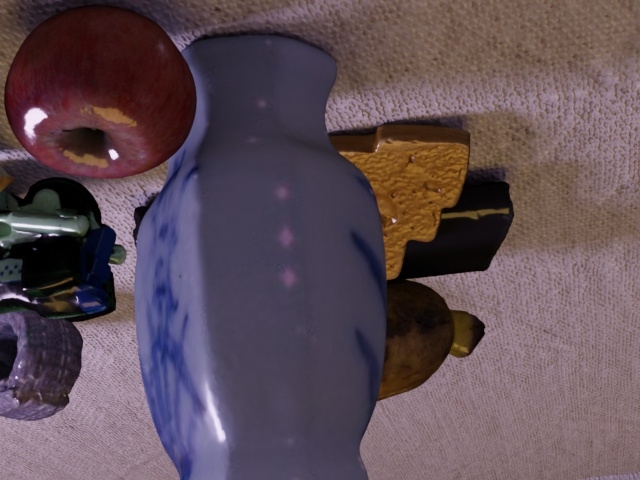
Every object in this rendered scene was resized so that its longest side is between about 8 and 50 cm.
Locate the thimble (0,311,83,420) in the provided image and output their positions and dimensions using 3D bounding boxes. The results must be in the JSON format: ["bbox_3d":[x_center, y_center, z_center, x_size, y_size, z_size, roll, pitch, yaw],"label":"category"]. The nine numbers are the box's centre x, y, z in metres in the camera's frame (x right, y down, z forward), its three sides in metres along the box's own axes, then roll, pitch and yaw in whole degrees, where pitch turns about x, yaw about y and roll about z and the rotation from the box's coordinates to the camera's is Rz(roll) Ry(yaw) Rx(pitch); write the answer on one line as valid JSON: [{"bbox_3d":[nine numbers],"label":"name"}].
[{"bbox_3d":[-0.371,0.147,2.081,0.150,0.150,0.097,-19,156,35],"label":"thimble"}]

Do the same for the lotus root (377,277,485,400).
[{"bbox_3d":[0.047,0.113,1.924,0.314,0.141,0.169,-8,167,-30],"label":"lotus root"}]

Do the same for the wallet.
[{"bbox_3d":[0.000,-0.001,1.884,0.405,0.062,0.228,-5,161,-4],"label":"wallet"}]

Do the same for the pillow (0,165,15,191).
[{"bbox_3d":[-0.437,-0.046,1.478,0.310,0.119,0.312,-7,-177,-4],"label":"pillow"}]

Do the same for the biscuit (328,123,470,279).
[{"bbox_3d":[0.054,-0.051,1.715,0.238,0.041,0.212,-32,128,26],"label":"biscuit"}]

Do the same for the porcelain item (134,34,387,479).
[{"bbox_3d":[-0.052,0.042,1.452,0.178,0.405,0.242,2,160,-22],"label":"porcelain item"}]

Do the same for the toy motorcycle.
[{"bbox_3d":[-0.361,0.040,1.687,0.331,0.196,0.125,-8,163,13],"label":"toy motorcycle"}]

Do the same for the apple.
[{"bbox_3d":[-0.175,-0.120,1.368,0.153,0.120,0.153,2,148,1],"label":"apple"}]
